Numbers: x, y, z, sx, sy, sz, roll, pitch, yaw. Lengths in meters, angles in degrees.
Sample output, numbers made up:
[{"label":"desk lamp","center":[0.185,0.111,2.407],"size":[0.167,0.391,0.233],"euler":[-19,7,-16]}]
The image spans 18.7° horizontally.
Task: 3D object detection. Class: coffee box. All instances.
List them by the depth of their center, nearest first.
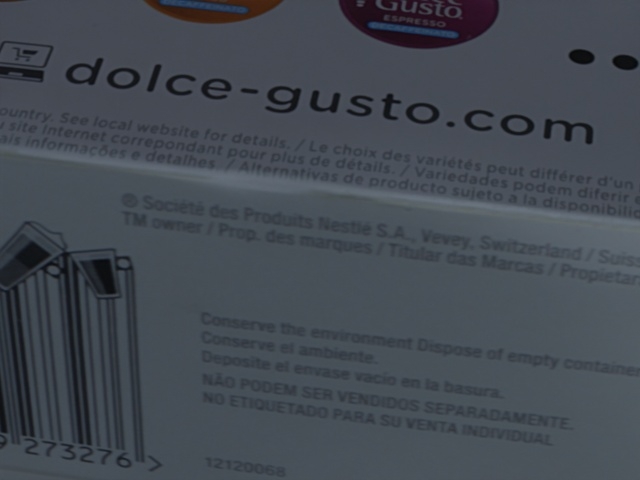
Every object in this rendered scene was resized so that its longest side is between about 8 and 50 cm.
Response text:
[{"label":"coffee box","center":[0.000,0.000,0.775],"size":[0.338,0.334,0.338],"euler":[8,-49,5]}]
